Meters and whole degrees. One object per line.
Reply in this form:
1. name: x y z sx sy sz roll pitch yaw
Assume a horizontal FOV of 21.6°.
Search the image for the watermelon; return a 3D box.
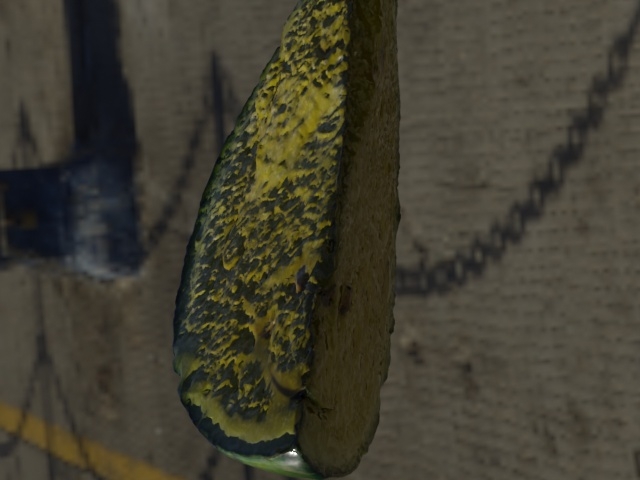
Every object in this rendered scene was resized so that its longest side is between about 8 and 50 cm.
1. watermelon: 0.007 0.005 0.558 0.092 0.075 0.181 -31 44 50
